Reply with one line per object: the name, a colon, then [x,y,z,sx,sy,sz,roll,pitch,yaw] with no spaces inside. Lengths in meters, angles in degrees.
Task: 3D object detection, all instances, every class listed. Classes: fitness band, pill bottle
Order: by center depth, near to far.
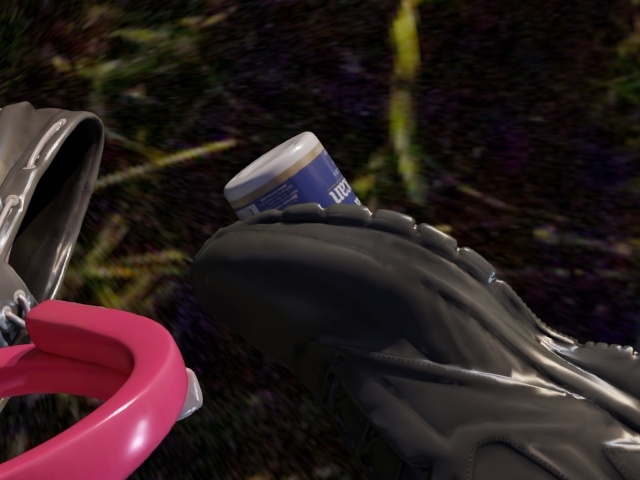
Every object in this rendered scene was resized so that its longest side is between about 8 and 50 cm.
fitness band: [-0.188,0.107,1.068,0.209,0.291,0.054,-30,109,-29]
pill bottle: [0.000,0.000,1.668,0.094,0.094,0.169,-35,99,-7]

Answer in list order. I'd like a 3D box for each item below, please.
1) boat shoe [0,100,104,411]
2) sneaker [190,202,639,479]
boat shoe: [-0.241,0.012,1.542,0.095,0.335,0.112,-6,137,12]
sneaker: [0.060,0.082,0.872,0.286,0.109,0.130,25,65,14]
